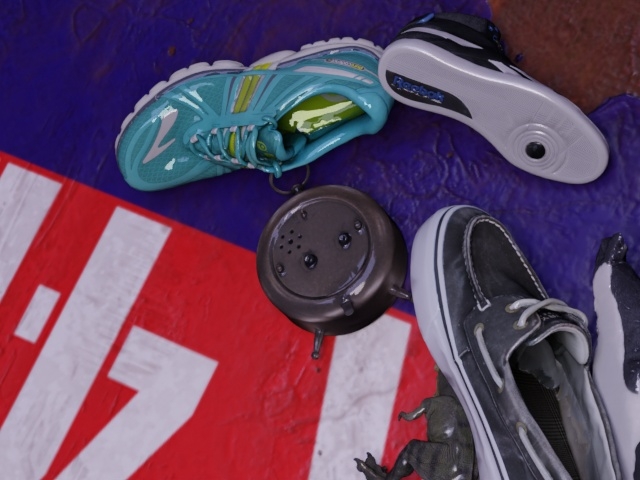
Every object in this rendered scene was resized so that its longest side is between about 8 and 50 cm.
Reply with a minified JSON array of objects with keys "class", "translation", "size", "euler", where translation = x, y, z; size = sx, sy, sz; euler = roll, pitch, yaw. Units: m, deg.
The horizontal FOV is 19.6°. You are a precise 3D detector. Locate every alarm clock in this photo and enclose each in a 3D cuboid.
[{"class":"alarm clock","translation":[0.000,0.000,1.649],"size":[0.129,0.064,0.192],"euler":[-31,59,7]}]

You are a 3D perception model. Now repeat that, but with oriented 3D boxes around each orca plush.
[{"class":"orca plush","translation":[0.266,0.144,1.496],"size":[0.151,0.102,0.287],"euler":[130,143,-49]}]

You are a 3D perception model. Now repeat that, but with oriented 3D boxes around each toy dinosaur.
[{"class":"toy dinosaur","translation":[0.094,0.200,1.516],"size":[0.118,0.064,0.268],"euler":[-37,44,33]}]

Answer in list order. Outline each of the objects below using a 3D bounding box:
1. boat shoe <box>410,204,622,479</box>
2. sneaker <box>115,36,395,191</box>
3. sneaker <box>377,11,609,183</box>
[{"class":"boat shoe","translation":[0.172,0.098,1.482],"size":[0.119,0.121,0.335],"euler":[-49,48,42]},{"class":"sneaker","translation":[-0.062,-0.106,1.667],"size":[0.275,0.107,0.110],"euler":[-18,33,14]},{"class":"sneaker","translation":[0.165,-0.140,1.631],"size":[0.217,0.079,0.121],"euler":[28,36,1]}]
